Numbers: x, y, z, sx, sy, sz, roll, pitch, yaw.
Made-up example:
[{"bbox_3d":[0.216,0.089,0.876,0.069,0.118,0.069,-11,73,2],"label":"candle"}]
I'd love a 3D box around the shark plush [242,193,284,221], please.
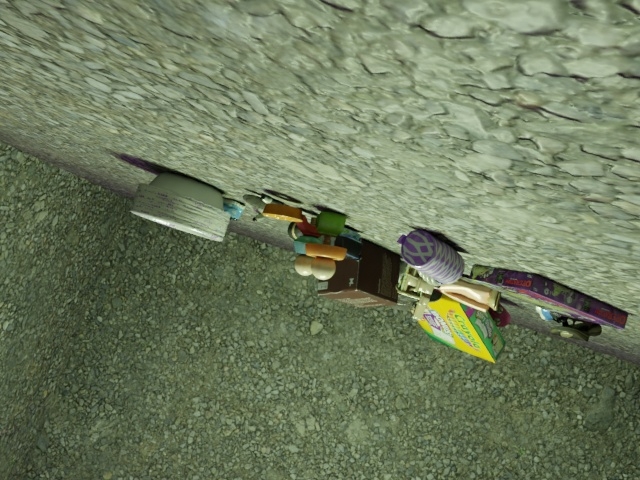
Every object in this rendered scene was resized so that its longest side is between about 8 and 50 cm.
[{"bbox_3d":[-0.122,-0.095,1.466,0.161,0.073,0.067,-2,-153,-30],"label":"shark plush"}]

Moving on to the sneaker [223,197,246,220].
[{"bbox_3d":[-0.317,-0.101,1.821,0.162,0.073,0.063,14,173,45],"label":"sneaker"}]

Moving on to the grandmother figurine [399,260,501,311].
[{"bbox_3d":[0.388,0.139,1.761,0.343,0.104,0.208,13,165,25],"label":"grandmother figurine"}]

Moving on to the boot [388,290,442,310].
[{"bbox_3d":[0.316,0.197,1.977,0.263,0.091,0.229,7,159,24],"label":"boot"}]

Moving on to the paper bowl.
[{"bbox_3d":[-0.406,-0.106,1.657,0.284,0.148,0.284,19,175,2],"label":"paper bowl"}]

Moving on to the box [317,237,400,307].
[{"bbox_3d":[0.124,0.108,1.749,0.169,0.166,0.203,-11,155,43],"label":"box"}]

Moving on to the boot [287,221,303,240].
[{"bbox_3d":[0.000,0.000,1.811,0.137,0.076,0.198,9,172,35],"label":"boot"}]

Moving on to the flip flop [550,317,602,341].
[{"bbox_3d":[0.820,0.268,1.768,0.277,0.080,0.112,2,-176,-45],"label":"flip flop"}]

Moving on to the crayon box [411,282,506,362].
[{"bbox_3d":[0.488,0.280,2.100,0.313,0.106,0.363,14,148,51],"label":"crayon box"}]

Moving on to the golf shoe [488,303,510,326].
[{"bbox_3d":[0.617,0.254,2.217,0.306,0.115,0.140,25,-172,31],"label":"golf shoe"}]

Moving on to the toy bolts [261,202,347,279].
[{"bbox_3d":[-0.048,0.009,1.398,0.218,0.158,0.228,10,176,-3],"label":"toy bolts"}]

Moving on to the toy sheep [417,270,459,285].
[{"bbox_3d":[0.305,0.077,1.438,0.132,0.091,0.091,20,178,44],"label":"toy sheep"}]

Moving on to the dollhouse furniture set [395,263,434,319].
[{"bbox_3d":[0.257,0.153,1.571,0.101,0.181,0.161,18,-156,11],"label":"dollhouse furniture set"}]

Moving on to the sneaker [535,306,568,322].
[{"bbox_3d":[0.712,0.221,1.673,0.085,0.058,0.152,26,174,41],"label":"sneaker"}]

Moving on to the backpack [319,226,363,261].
[{"bbox_3d":[0.050,0.003,1.537,0.105,0.084,0.114,20,171,-40],"label":"backpack"}]

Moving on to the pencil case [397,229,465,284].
[{"bbox_3d":[0.250,0.037,1.226,0.088,0.086,0.206,44,-171,33],"label":"pencil case"}]

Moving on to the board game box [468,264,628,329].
[{"bbox_3d":[0.570,0.141,1.395,0.347,0.056,0.208,21,170,-25],"label":"board game box"}]
